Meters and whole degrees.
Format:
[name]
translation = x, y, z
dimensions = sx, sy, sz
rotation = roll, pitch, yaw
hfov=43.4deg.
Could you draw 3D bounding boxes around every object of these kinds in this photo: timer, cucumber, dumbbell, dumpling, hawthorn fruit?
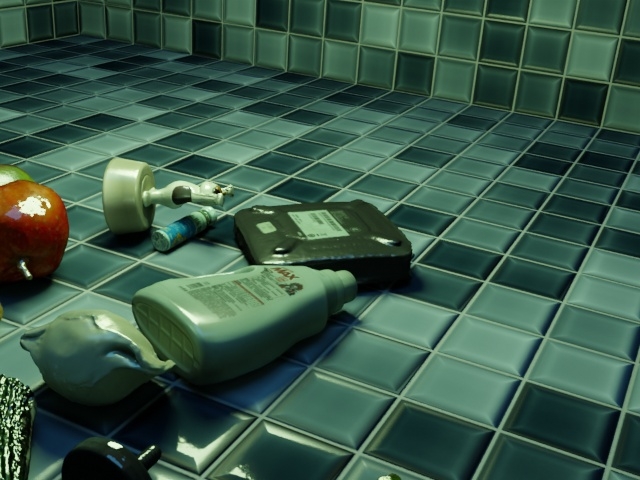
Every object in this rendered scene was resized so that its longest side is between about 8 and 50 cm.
[timer]
translation = -0.336, -0.100, 1.814
dimensions = 0.266, 0.175, 0.175
rotation = 0, 24, 4
[cucumber]
translation = -0.435, 0.284, 1.101
dimensions = 0.077, 0.077, 0.265
rotation = -2, 26, -13
[dumbbell]
translation = -0.292, 0.332, 0.927
dimensions = 0.143, 0.143, 0.325
rotation = 16, 27, 25
[dumpling]
translation = -0.340, 0.187, 1.260
dimensions = 0.258, 0.147, 0.193
rotation = 2, -19, 24
[hawthorn fruit]
translation = -0.591, -0.007, 1.584
dimensions = 0.205, 0.205, 0.253
rotation = -8, 31, -24

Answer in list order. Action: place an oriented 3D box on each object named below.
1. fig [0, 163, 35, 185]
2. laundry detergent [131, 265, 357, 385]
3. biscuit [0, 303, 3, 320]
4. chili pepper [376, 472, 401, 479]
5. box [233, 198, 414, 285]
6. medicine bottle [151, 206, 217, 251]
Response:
[fig]
translation = -0.696, -0.077, 1.759
dimensions = 0.191, 0.181, 0.181
rotation = 27, 16, -22
[laundry detergent]
translation = -0.111, 0.118, 1.463
dimensions = 0.398, 0.124, 0.264
rotation = -15, 29, -38
[biscuit]
translation = -0.667, 0.072, 1.383
dimensions = 0.079, 0.259, 0.259
rotation = -48, 39, -4
[chili pepper]
translation = 0.109, 0.374, 1.013
dimensions = 0.052, 0.050, 0.201
rotation = 11, 19, -23
[box]
translation = 0.000, 0.000, 1.780
dimensions = 0.350, 0.091, 0.359
rotation = -4, 23, -17
[medicine bottle]
translation = -0.309, -0.028, 1.841
dimensions = 0.051, 0.051, 0.191
rotation = 15, 27, 24
